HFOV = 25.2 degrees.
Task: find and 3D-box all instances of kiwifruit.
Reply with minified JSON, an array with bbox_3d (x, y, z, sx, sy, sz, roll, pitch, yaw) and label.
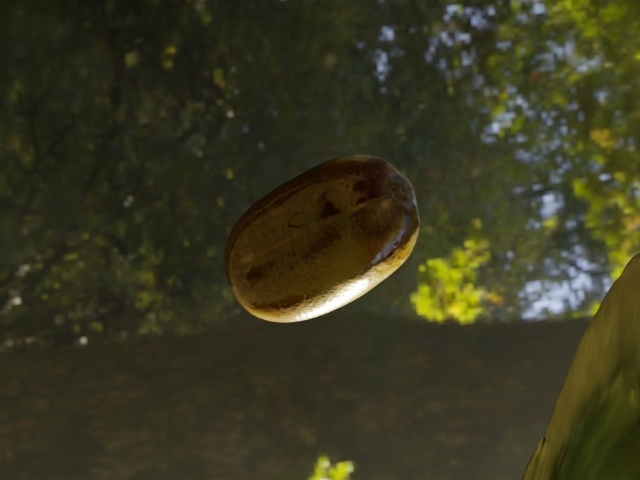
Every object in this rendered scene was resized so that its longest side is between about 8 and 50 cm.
[{"bbox_3d":[0.000,0.000,0.788,0.124,0.075,0.075,-33,-123,29],"label":"kiwifruit"}]

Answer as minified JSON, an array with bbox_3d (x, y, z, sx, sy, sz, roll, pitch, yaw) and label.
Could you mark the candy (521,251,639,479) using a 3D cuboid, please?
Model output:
[{"bbox_3d":[0.243,0.200,0.911,0.386,0.186,0.426,124,-30,-76],"label":"candy"}]
